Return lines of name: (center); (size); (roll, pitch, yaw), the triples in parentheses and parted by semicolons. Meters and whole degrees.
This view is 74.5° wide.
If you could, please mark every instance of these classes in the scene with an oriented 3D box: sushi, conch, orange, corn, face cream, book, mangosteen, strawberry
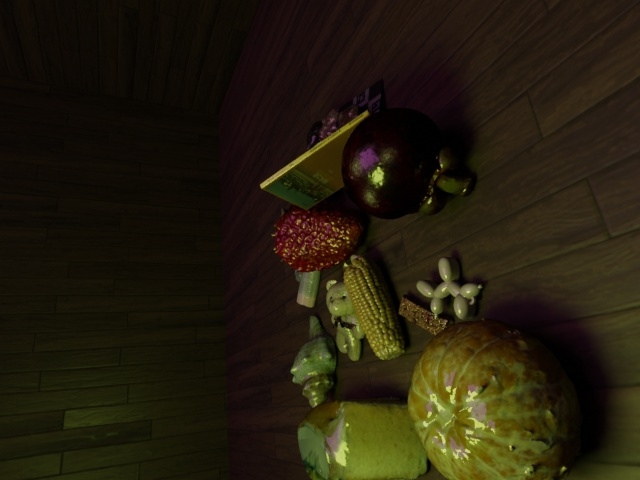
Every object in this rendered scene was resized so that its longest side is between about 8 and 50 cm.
sushi: (0.042, -0.390, 1.481); (0.373, 0.100, 0.296); (-18, 57, 51)
conch: (-0.026, 0.460, 1.604); (0.203, 0.169, 0.386); (-28, 60, 31)
orange: (0.316, 0.315, 0.811); (0.329, 0.249, 0.329); (-14, 73, 55)
corn: (0.159, 0.192, 1.288); (0.130, 0.130, 0.347); (-57, 41, 46)
face cream: (-0.045, 0.180, 1.777); (0.084, 0.057, 0.198); (18, 107, 18)
book: (0.037, -0.221, 1.259); (0.374, 0.262, 0.028); (-30, 68, 20)
mangosteen: (0.198, -0.181, 1.079); (0.293, 0.297, 0.297); (63, 145, 16)
strawberry: (0.000, 0.002, 1.506); (0.343, 0.292, 0.292); (23, 108, 47)

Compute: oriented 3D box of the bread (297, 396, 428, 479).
bread: (0.097, 0.586, 1.220); (0.395, 0.264, 0.239); (128, 142, -52)

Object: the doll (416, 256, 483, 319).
doll: (0.320, 0.126, 1.031); (0.161, 0.059, 0.160); (-53, 42, 36)

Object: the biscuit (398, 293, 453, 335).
biscuit: (0.280, 0.206, 1.139); (0.199, 0.034, 0.064); (-152, 68, -63)

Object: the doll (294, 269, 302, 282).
doll: (-0.070, 0.119, 1.842); (0.094, 0.079, 0.180); (-2, 78, 28)

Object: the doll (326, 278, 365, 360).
doll: (0.084, 0.274, 1.440); (0.175, 0.149, 0.278); (-1, 100, 32)
